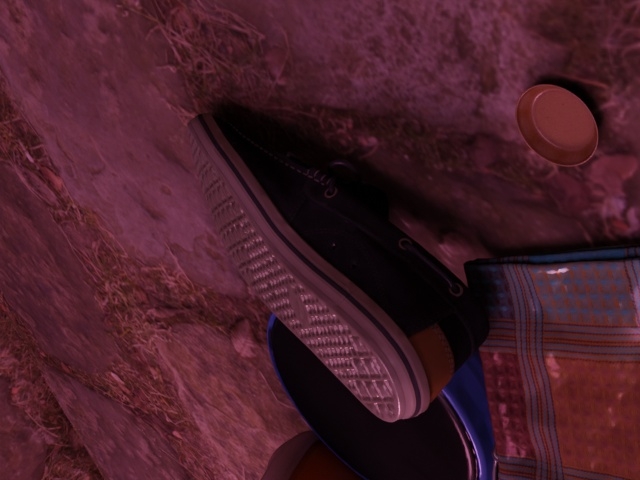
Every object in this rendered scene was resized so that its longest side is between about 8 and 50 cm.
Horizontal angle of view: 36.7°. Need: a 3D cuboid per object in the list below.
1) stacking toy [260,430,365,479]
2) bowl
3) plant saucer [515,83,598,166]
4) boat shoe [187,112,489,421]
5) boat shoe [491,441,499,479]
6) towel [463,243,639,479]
[{"bbox_3d":[0.106,0.531,1.456,0.479,0.351,0.351,21,141,14],"label":"stacking toy"},{"bbox_3d":[0.083,0.204,1.296,0.391,0.077,0.391,32,144,27],"label":"bowl"},{"bbox_3d":[0.214,-0.106,0.863,0.083,0.015,0.083,31,143,26],"label":"plant saucer"},{"bbox_3d":[0.000,0.000,1.118,0.500,0.156,0.187,44,154,38],"label":"boat shoe"},{"bbox_3d":[0.253,0.249,1.108,0.116,0.099,0.319,30,142,34],"label":"boat shoe"},{"bbox_3d":[0.293,0.137,0.906,0.370,0.040,0.272,-5,96,52],"label":"towel"}]
